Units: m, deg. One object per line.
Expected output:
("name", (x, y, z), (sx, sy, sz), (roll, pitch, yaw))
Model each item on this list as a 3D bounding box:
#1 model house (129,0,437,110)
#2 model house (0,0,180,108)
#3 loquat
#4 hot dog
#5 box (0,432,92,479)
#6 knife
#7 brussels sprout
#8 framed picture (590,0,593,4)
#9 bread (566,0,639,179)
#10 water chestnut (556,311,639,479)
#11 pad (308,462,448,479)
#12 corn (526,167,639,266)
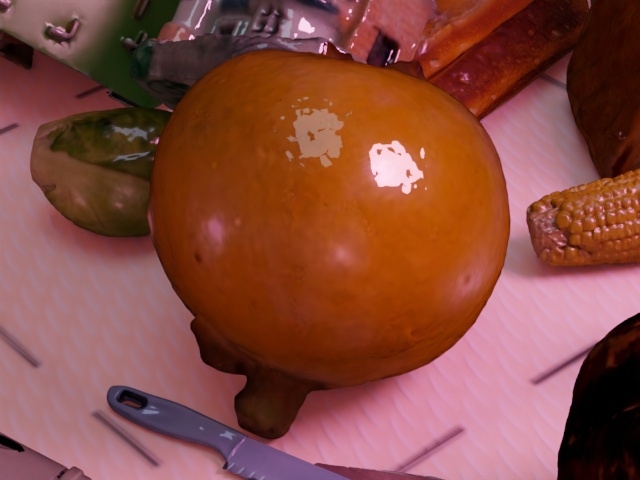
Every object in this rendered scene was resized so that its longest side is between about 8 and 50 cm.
("model house", (-0.011, -0.263, 1.911), (0.267, 0.194, 0.325), (9, 70, 50))
("model house", (-0.300, -0.360, 2.164), (0.300, 0.340, 0.323), (28, -9, -26))
("loquat", (0.000, 0.000, 1.629), (0.328, 0.328, 0.359), (15, 83, 24))
("hot dog", (0.170, -0.227, 2.054), (0.117, 0.158, 0.349), (6, 36, 44))
("box", (-0.277, 0.237, 1.332), (0.149, 0.226, 0.226), (28, 40, 2))
("knife", (-0.066, 0.184, 1.597), (0.313, 0.019, 0.044), (18, 47, 28))
("brussels sprout", (-0.200, -0.074, 1.876), (0.183, 0.131, 0.145), (-7, 30, -14))
("framed picture", (0.442, -0.295, 2.192), (0.260, 0.023, 0.189), (8, 35, -3))
("bread", (0.392, -0.213, 1.907), (0.167, 0.324, 0.277), (13, 34, -17))
("water chestnut", (0.320, 0.171, 1.401), (0.289, 0.244, 0.289), (-8, 33, 6))
("pad", (0.070, 0.233, 1.530), (0.187, 0.006, 0.113), (6, 37, 15))
("corn", (0.330, -0.028, 1.802), (0.261, 0.097, 0.097), (-10, 36, -7))
